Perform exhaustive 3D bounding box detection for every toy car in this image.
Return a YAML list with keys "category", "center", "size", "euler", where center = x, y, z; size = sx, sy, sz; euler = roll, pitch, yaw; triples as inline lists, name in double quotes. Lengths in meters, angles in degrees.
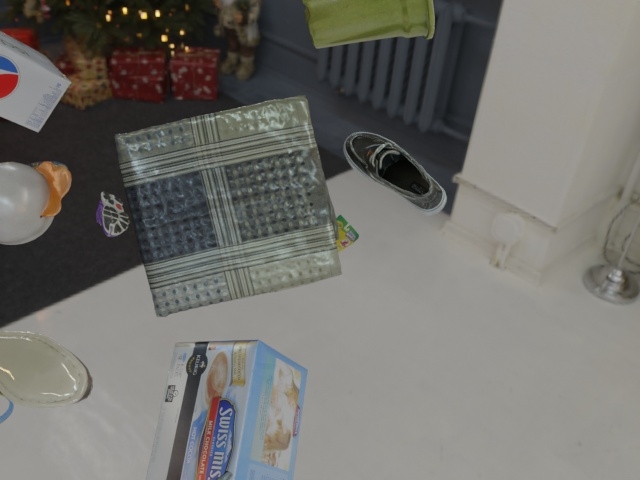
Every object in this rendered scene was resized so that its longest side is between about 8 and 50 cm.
- category: "toy car"
  center: [-0.458, -0.058, 0.896]
  size: [0.238, 0.219, 0.210]
  euler: [-21, 57, -6]

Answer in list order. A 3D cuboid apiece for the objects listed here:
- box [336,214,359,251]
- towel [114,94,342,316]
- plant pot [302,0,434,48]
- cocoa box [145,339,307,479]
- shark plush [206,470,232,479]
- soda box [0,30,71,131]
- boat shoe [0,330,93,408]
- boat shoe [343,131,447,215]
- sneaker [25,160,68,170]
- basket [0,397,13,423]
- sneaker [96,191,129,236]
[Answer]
- category: "box"
  center: [0.000, 0.000, 1.644]
  size: [0.179, 0.105, 0.043]
  euler: [-30, 41, 16]
- category: "towel"
  center: [-0.141, -0.054, 1.054]
  size: [0.324, 0.312, 0.056]
  euler: [-12, 10, -3]
- category: "plant pot"
  center: [0.083, -0.533, 1.383]
  size: [0.254, 0.276, 0.276]
  euler: [-16, 36, 4]
- category: "cocoa box"
  center: [-0.193, 0.412, 1.398]
  size: [0.228, 0.231, 0.347]
  euler: [-7, 61, 28]
- category: "shark plush"
  center: [-0.189, 0.433, 1.023]
  size: [0.067, 0.073, 0.161]
  euler: [34, 24, 5]
- category: "soda box"
  center: [-0.360, -0.186, 0.626]
  size: [0.074, 0.069, 0.216]
  euler: [43, 10, 32]
- category: "boat shoe"
  center: [-0.519, 0.216, 1.110]
  size: [0.325, 0.096, 0.116]
  euler: [9, 71, 17]
- category: "boat shoe"
  center: [0.179, -0.192, 1.618]
  size: [0.335, 0.119, 0.121]
  euler: [38, 85, 31]
- category: "sneaker"
  center: [-0.831, -0.132, 1.789]
  size: [0.297, 0.131, 0.112]
  euler: [-14, 21, -1]
- category: "basket"
  center: [-0.843, 0.342, 1.378]
  size: [0.289, 0.201, 0.255]
  euler: [40, 55, 17]
- category: "sneaker"
  center: [-0.519, -0.052, 1.600]
  size: [0.068, 0.071, 0.170]
  euler: [21, 21, -31]
